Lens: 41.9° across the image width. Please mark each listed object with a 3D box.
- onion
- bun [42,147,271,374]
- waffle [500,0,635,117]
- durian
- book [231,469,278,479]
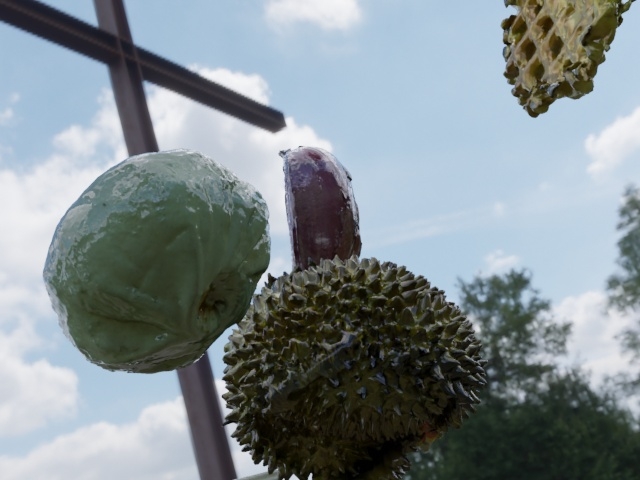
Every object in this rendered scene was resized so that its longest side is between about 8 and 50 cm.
[{"bbox_3d":[0.000,0.000,1.248,0.120,0.284,0.227,-2,6,-3],"label":"onion"},{"bbox_3d":[-0.121,0.028,0.672,0.195,0.118,0.195,-35,-32,-25],"label":"bun"},{"bbox_3d":[0.298,-0.296,1.042,0.060,0.281,0.262,4,4,-18],"label":"waffle"},{"bbox_3d":[0.041,0.131,0.870,0.293,0.258,0.258,9,-29,-16],"label":"durian"},{"bbox_3d":[-0.187,0.366,1.166,0.162,0.022,0.232,0,-21,-47],"label":"book"}]
